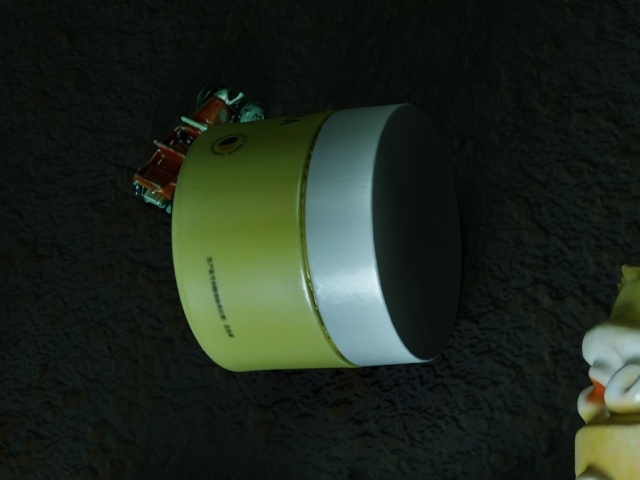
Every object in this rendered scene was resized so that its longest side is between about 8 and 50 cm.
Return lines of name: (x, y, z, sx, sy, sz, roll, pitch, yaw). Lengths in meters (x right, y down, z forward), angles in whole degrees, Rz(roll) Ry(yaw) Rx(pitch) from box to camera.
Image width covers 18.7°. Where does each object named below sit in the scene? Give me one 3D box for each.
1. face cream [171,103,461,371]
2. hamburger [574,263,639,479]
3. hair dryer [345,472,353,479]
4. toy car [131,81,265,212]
face cream: (0.000, 0.000, 1.642, 0.179, 0.218, 0.218, -5, 56, 23)
hamburger: (0.303, 0.160, 1.381, 0.276, 0.276, 0.237, 11, 74, 30)
hair dryer: (0.044, 0.217, 1.601, 0.079, 0.031, 0.083, -18, 43, -1)
toy car: (-0.119, -0.091, 1.865, 0.073, 0.054, 0.143, 27, 73, 35)
